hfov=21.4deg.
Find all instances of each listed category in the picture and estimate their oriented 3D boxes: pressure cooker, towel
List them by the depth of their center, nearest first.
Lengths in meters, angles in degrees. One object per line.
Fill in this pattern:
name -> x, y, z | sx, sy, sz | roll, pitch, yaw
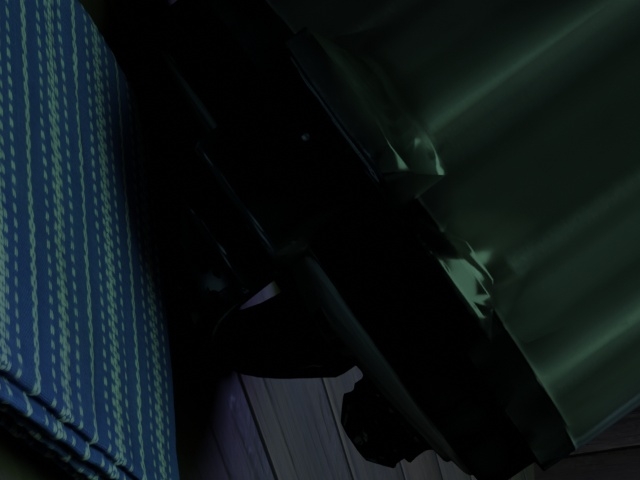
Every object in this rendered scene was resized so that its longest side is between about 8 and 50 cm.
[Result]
towel -> -0.127, -0.023, 0.733 | 0.336, 0.040, 0.243 | 63, 20, -66
pressure cooker -> 0.098, -0.063, 0.989 | 0.370, 0.420, 0.375 | 53, 1, -32
